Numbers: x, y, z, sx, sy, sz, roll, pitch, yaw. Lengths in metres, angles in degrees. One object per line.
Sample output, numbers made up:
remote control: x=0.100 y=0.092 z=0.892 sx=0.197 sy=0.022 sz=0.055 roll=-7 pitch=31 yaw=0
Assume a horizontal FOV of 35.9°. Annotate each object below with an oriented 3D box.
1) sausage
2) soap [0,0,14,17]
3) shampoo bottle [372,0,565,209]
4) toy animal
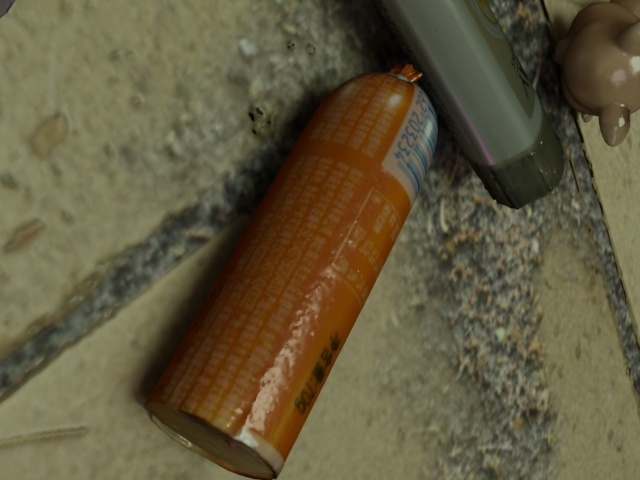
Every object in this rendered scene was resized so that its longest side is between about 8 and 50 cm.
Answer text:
sausage: x=0.000 y=0.000 z=0.495 sx=0.071 sy=0.071 sz=0.234 roll=47 pitch=60 yaw=-36
soap: x=-0.143 y=-0.255 z=0.318 sx=0.285 sy=0.107 sz=0.296 roll=49 pitch=59 yaw=-37
shampoo bottle: x=0.070 y=-0.121 z=0.559 sx=0.227 sy=0.055 sz=0.086 roll=53 pitch=21 yaw=-32
toy animal: x=0.218 y=-0.137 z=0.702 sx=0.150 sy=0.089 sz=0.083 roll=-50 pitch=121 yaw=-43
